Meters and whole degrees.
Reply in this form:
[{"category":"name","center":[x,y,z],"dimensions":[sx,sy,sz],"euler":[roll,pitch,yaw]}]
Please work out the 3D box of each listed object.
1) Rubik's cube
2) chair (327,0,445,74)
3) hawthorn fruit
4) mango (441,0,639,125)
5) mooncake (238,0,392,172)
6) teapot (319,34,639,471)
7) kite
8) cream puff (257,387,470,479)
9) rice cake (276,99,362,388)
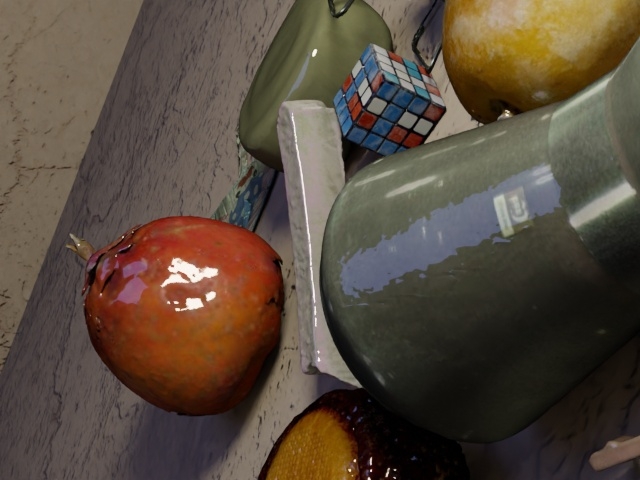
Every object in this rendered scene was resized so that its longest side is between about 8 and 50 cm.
[{"category":"Rubik's cube","center":[0.081,-0.163,1.348],"dimensions":[0.092,0.092,0.092],"euler":[-55,28,29]},{"category":"chair","center":[0.124,-0.338,1.335],"dimensions":[0.221,0.140,0.145],"euler":[-56,17,17]},{"category":"hawthorn fruit","center":[-0.206,0.080,1.510],"dimensions":[0.276,0.307,0.276],"euler":[-60,12,21]},{"category":"mango","center":[0.233,-0.265,0.982],"dimensions":[0.221,0.198,0.384],"euler":[122,169,-78]},{"category":"mooncake","center":[-0.007,-0.213,1.528],"dimensions":[0.275,0.135,0.275],"euler":[-50,27,37]},{"category":"teapot","center":[0.188,0.015,0.842],"dimensions":[0.344,0.253,0.300],"euler":[-35,74,44]},{"category":"kite","center":[-0.120,-0.092,1.813],"dimensions":[0.335,0.011,0.314],"euler":[-49,30,35]},{"category":"cream puff","center":[0.042,0.254,1.007],"dimensions":[0.239,0.164,0.239],"euler":[-45,33,41]},{"category":"rice cake","center":[0.000,0.000,1.331],"dimensions":[0.056,0.072,0.365],"euler":[-36,56,56]}]
